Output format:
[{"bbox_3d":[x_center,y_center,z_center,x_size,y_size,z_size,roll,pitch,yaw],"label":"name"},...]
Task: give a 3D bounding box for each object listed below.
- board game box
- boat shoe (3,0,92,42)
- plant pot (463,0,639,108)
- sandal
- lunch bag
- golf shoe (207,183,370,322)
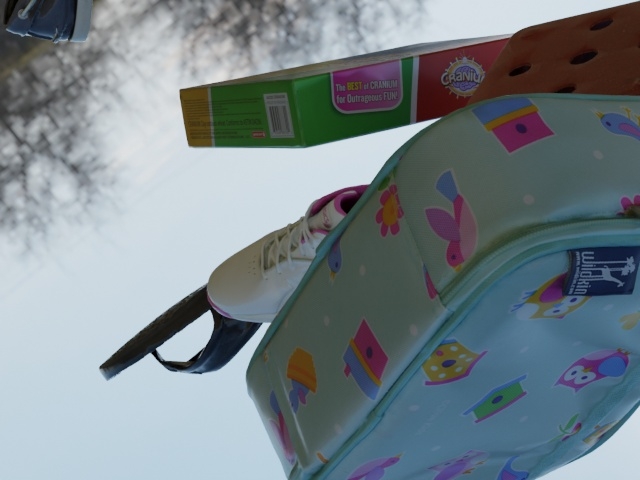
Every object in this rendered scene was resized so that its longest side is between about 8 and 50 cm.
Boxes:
[{"bbox_3d":[0.050,-0.153,1.386,0.316,0.064,0.242,-15,-169,-30],"label":"board game box"},{"bbox_3d":[-0.196,-0.241,0.969,0.064,0.206,0.075,-3,-155,-19],"label":"boat shoe"},{"bbox_3d":[0.253,-0.051,1.116,0.267,0.236,0.267,-8,-149,34],"label":"plant pot"},{"bbox_3d":[-0.104,0.090,1.816,0.445,0.107,0.167,-32,-178,12],"label":"sandal"},{"bbox_3d":[0.106,0.042,0.727,0.279,0.224,0.108,-54,-135,43],"label":"lunch bag"},{"bbox_3d":[0.000,0.000,1.512,0.306,0.140,0.115,-18,-126,15],"label":"golf shoe"}]
